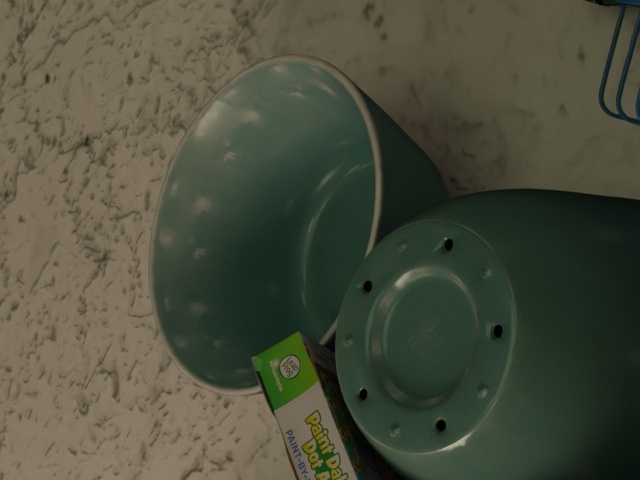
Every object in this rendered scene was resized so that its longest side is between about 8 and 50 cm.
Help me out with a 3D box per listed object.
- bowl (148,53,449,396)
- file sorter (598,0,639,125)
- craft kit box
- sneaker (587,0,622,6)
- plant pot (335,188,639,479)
[{"bbox_3d":[0.000,0.000,1.713,0.311,0.163,0.311,-17,66,44],"label":"bowl"},{"bbox_3d":[0.300,-0.127,1.450,0.170,0.118,0.104,-139,62,-73],"label":"file sorter"},{"bbox_3d":[0.058,0.221,1.559,0.061,0.250,0.246,-29,60,16],"label":"craft kit box"},{"bbox_3d":[0.244,-0.349,1.603,0.121,0.108,0.302,-6,78,39],"label":"sneaker"},{"bbox_3d":[0.154,0.091,1.505,0.293,0.235,0.293,-11,74,42],"label":"plant pot"}]
